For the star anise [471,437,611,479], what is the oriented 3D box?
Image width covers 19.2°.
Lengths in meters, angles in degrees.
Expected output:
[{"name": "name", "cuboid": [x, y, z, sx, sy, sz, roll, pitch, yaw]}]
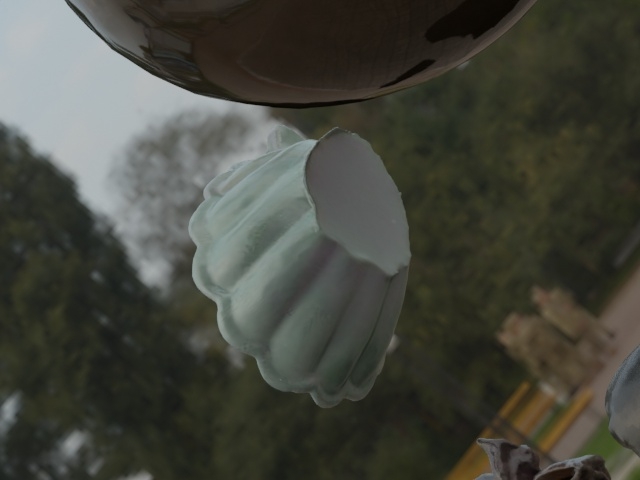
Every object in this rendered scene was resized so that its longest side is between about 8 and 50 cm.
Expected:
[{"name": "star anise", "cuboid": [0.207, 0.232, 1.473, 0.073, 0.197, 0.212, -43, 20, -22]}]

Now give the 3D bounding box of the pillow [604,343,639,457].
[{"name": "pillow", "cuboid": [0.284, 0.025, 1.075, 0.228, 0.101, 0.326, -51, -11, 17]}]

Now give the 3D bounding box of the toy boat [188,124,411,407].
[{"name": "toy boat", "cuboid": [0.000, 0.000, 1.511, 0.100, 0.199, 0.290, -41, 25, 28]}]

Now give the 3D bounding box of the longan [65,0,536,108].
[{"name": "longan", "cuboid": [-0.008, -0.202, 0.895, 0.297, 0.297, 0.297, -50, -5, -6]}]
